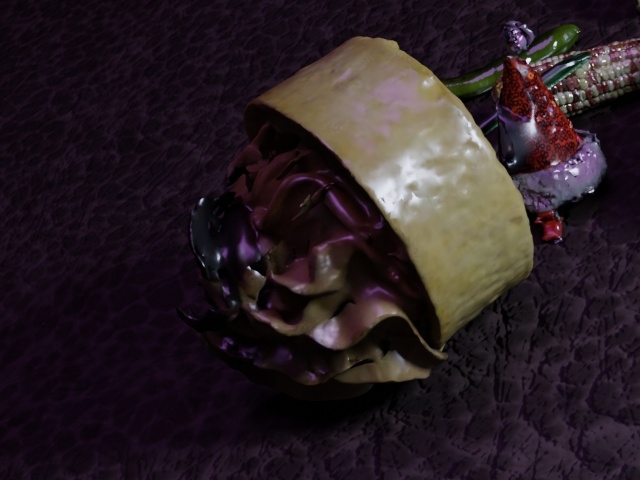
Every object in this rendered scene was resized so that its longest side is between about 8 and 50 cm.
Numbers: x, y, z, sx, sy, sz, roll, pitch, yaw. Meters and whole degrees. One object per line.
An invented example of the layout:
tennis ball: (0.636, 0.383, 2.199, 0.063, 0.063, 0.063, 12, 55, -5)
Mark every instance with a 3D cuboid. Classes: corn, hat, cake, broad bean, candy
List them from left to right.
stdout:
cake: (0.004, 0.002, 1.554, 0.321, 0.332, 0.332, -38, 34, -14)
candy: (0.185, -0.122, 1.783, 0.323, 0.097, 0.097, -38, 33, -2)
broad bean: (0.228, -0.220, 1.969, 0.226, 0.039, 0.069, -20, 27, 11)
hat: (0.228, -0.130, 1.672, 0.128, 0.227, 0.140, 2, 37, 37)
corn: (0.318, -0.190, 1.833, 0.237, 0.079, 0.079, -14, 34, 11)

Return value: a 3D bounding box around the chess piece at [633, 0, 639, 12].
chess piece: (0.473, -0.351, 1.949, 0.170, 0.094, 0.094, -12, 34, 7)
